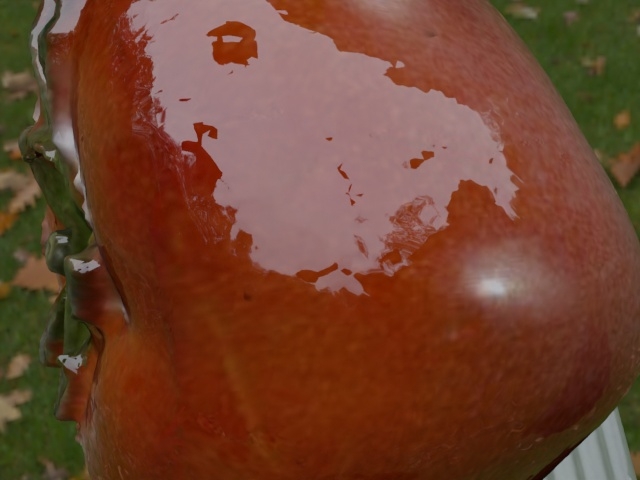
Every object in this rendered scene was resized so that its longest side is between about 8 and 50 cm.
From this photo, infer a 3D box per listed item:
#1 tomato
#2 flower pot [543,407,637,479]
[{"bbox_3d":[0.000,0.000,0.684,0.272,0.341,0.341,-5,36,-18],"label":"tomato"},{"bbox_3d":[0.099,0.166,0.951,0.239,0.209,0.190,-26,54,28],"label":"flower pot"}]
